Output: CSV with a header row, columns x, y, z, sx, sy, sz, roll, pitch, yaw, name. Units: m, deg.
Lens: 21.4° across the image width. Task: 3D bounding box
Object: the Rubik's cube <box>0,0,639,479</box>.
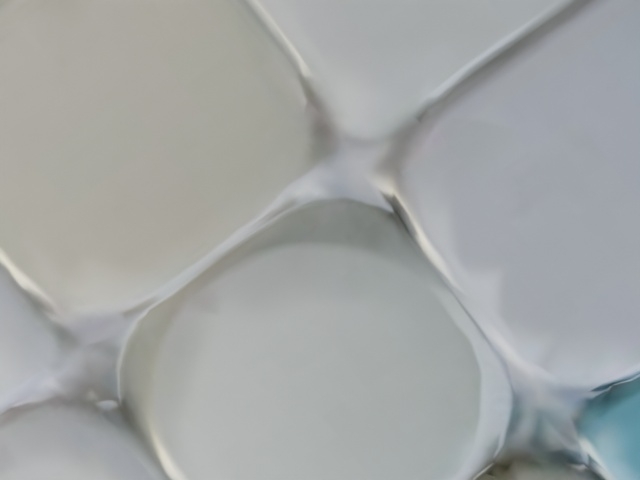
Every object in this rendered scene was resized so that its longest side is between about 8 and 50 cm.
x,y,z,sx,sy,sz,roll,pitch,yaw,name
0.000,0.000,0.694,0.347,0.346,0.344,-34,-165,8,Rubik's cube
